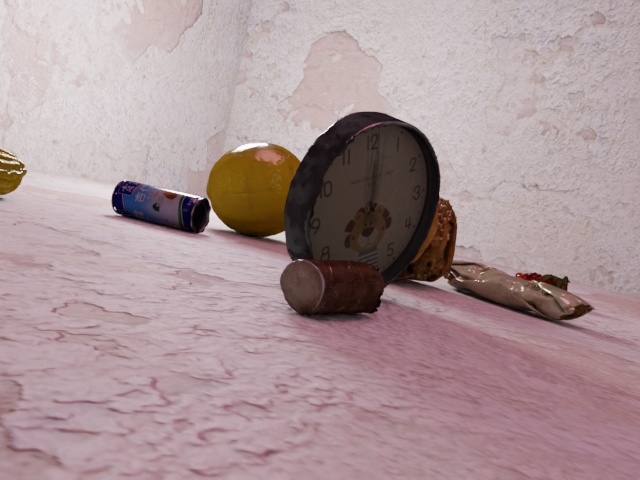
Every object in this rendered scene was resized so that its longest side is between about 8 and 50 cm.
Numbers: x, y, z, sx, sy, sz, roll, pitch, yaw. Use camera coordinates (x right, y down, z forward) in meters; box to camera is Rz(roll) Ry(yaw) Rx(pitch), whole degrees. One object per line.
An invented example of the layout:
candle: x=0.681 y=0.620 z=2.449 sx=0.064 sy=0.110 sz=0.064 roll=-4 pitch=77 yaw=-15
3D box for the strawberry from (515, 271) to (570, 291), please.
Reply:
strawberry: x=0.619 y=0.127 z=1.663 sx=0.146 sy=0.082 sz=0.187 roll=17 pitch=-4 yaw=-13

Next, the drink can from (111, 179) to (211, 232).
drink can: x=-0.403 y=-0.087 z=1.480 sx=0.235 sy=0.097 sz=0.097 roll=14 pitch=4 yaw=15

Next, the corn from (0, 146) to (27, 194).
corn: x=-0.714 y=-0.151 z=1.210 sx=0.130 sy=0.130 sz=0.347 roll=12 pitch=1 yaw=-5

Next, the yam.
yam: x=0.019 y=0.063 z=0.773 sx=0.079 sy=0.079 sz=0.141 roll=15 pitch=6 yaw=38

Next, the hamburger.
hamburger: x=0.201 y=-0.010 z=1.355 sx=0.211 sy=0.245 sz=0.260 roll=20 pitch=35 yaw=-47

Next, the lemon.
lemon: x=-0.182 y=-0.148 z=1.721 sx=0.297 sy=0.297 sz=0.297 roll=12 pitch=4 yaw=-1

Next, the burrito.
burrito: x=0.414 y=0.106 z=1.320 sx=0.117 sy=0.076 sz=0.392 roll=8 pitch=6 yaw=-36

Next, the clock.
clock: x=0.080 y=-0.054 z=0.964 sx=0.313 sy=0.312 sz=0.061 roll=8 pitch=14 yaw=-44
